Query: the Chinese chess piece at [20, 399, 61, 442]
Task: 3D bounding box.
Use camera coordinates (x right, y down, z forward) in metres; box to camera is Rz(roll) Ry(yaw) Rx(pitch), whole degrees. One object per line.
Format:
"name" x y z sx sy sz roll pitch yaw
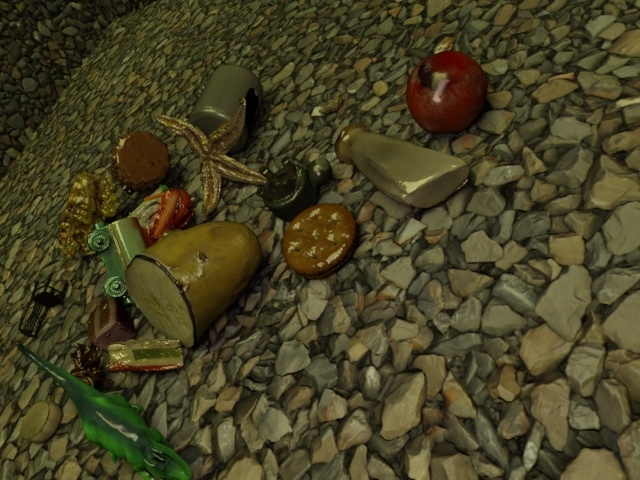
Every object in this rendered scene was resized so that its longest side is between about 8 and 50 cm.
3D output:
"Chinese chess piece" -0.828 0.537 1.513 0.122 0.051 0.122 -17 51 22

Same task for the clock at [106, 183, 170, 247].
"clock" -0.591 -0.066 1.767 0.255 0.106 0.220 -45 44 -3

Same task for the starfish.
"starfish" -0.360 -0.277 1.677 0.383 0.132 0.399 -13 84 33

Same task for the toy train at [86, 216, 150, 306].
"toy train" -0.606 0.059 1.594 0.177 0.116 0.286 -21 81 -16

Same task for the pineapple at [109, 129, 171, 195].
"pineapple" -0.704 -0.275 1.935 0.357 0.222 0.223 -12 47 58

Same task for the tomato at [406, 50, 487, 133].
"tomato" 0.323 -0.386 1.321 0.208 0.184 0.208 -19 47 22

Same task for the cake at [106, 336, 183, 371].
"cake" -0.490 0.314 1.386 0.220 0.116 0.086 -4 91 34

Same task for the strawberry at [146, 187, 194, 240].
"strawberry" -0.481 -0.079 1.651 0.121 0.082 0.188 39 98 41

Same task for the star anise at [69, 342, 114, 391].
"star anise" -0.667 0.401 1.475 0.234 0.073 0.177 41 113 40

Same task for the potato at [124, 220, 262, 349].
"potato" -0.328 0.099 1.417 0.296 0.290 0.397 -35 -4 -34

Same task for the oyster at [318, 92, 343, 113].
"oyster" 0.039 -0.444 1.684 0.081 0.038 0.083 -53 18 -25

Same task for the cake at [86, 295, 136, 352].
"cake" -0.658 0.255 1.600 0.116 0.113 0.295 -42 32 -8

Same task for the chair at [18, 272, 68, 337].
"chair" -0.999 0.237 1.839 0.101 0.084 0.213 -22 47 25

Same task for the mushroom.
"mushroom" 0.182 -0.190 1.306 0.407 0.137 0.154 34 92 48

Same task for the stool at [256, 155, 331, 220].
"stool" -0.085 -0.168 1.471 0.228 0.139 0.153 -51 46 -5

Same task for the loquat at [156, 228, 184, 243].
"loquat" -0.443 0.018 1.582 0.137 0.137 0.113 20 80 42

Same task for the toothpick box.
"toothpick box" -0.338 -0.496 1.840 0.228 0.229 0.317 -7 53 31

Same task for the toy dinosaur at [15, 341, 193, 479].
"toy dinosaur" -0.526 0.393 1.164 0.144 0.499 0.374 -55 10 -25

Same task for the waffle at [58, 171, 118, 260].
"waffle" -0.862 -0.101 1.882 0.324 0.151 0.261 -45 47 34

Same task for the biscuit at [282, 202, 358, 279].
"biscuit" 0.000 0.000 1.337 0.220 0.066 0.221 -16 53 22
